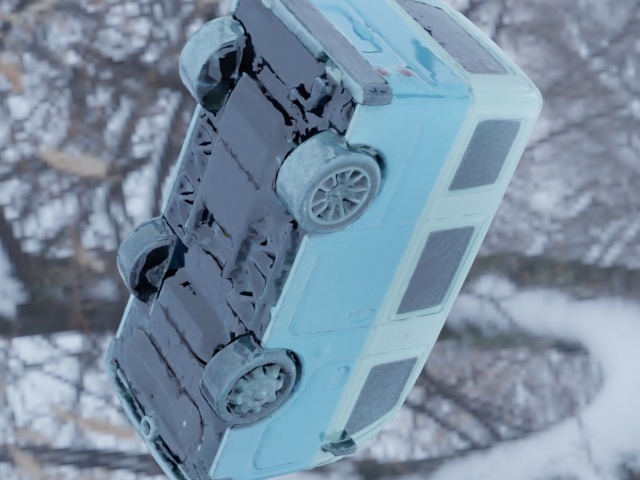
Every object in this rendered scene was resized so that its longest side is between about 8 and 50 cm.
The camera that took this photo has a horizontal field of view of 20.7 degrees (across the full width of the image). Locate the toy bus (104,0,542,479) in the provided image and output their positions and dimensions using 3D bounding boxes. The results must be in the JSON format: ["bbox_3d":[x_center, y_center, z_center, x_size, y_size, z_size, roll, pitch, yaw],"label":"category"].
[{"bbox_3d":[0.000,0.000,0.937,0.133,0.165,0.271,51,131,38],"label":"toy bus"}]
